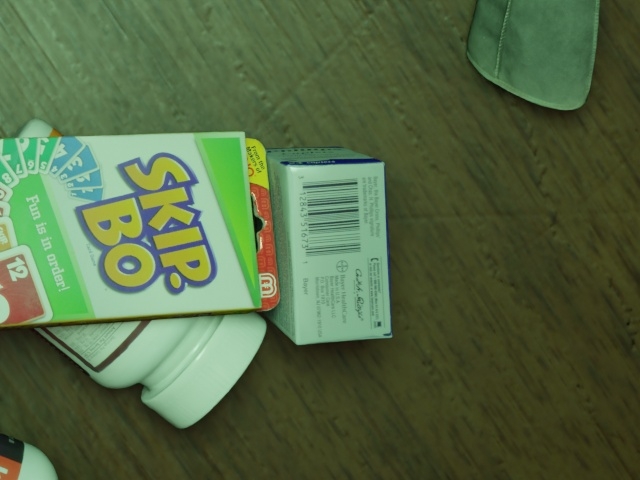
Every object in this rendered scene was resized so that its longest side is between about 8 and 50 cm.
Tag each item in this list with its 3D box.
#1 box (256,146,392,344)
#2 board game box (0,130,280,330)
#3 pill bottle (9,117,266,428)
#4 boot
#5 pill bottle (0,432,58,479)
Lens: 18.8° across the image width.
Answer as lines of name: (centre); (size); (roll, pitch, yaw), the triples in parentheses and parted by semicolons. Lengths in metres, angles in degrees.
box: (0.000, 0.000, 1.374); (0.072, 0.137, 0.126); (-4, 99, -12)
board game box: (-0.148, -0.007, 1.284); (0.259, 0.039, 0.124); (-3, 83, -26)
pill bottle: (-0.153, 0.027, 1.360); (0.221, 0.121, 0.121); (40, 90, -13)
boot: (0.131, -0.213, 1.365); (0.076, 0.208, 0.190); (-36, 63, -26)
pill bottle: (-0.306, 0.195, 1.326); (0.323, 0.181, 0.181); (22, 93, -12)
